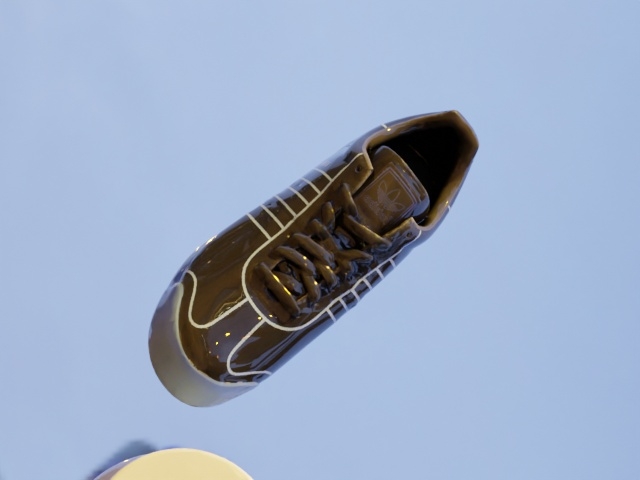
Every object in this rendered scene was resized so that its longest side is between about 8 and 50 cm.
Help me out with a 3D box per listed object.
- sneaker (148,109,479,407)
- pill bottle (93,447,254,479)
[{"bbox_3d":[0.000,0.000,0.992,0.081,0.232,0.090,49,-38,-5],"label":"sneaker"},{"bbox_3d":[-0.090,0.185,1.001,0.221,0.121,0.121,122,-43,-68],"label":"pill bottle"}]
